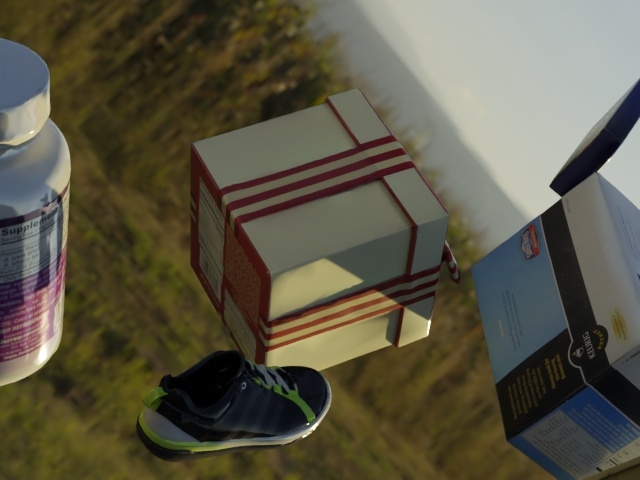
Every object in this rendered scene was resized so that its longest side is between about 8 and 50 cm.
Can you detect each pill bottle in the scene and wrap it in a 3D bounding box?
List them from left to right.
[{"bbox_3d":[-0.313,-0.026,1.508,0.169,0.169,0.301,53,-35,44],"label":"pill bottle"}]

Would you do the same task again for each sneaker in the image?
[{"bbox_3d":[-0.074,0.153,1.638,0.235,0.097,0.084,-13,44,-40],"label":"sneaker"}]

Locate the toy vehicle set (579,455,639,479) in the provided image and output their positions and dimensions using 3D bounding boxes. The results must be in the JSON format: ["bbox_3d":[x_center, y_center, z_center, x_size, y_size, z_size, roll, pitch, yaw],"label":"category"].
[{"bbox_3d":[0.374,0.325,1.851,0.267,0.035,0.166,140,-56,-60],"label":"toy vehicle set"}]

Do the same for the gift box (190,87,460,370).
[{"bbox_3d":[0.000,0.000,1.963,0.255,0.258,0.276,60,-21,30],"label":"gift box"}]

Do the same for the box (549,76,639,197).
[{"bbox_3d":[0.387,-0.139,2.266,0.036,0.136,0.225,40,45,0],"label":"box"}]

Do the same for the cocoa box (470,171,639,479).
[{"bbox_3d":[0.363,0.134,2.110,0.231,0.228,0.347,38,26,-28],"label":"cocoa box"}]
